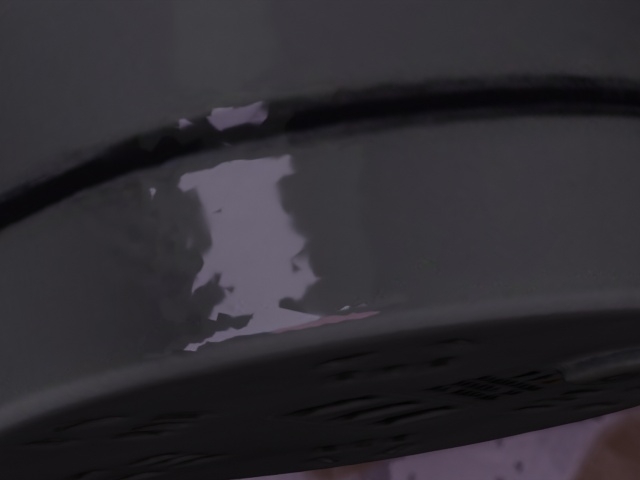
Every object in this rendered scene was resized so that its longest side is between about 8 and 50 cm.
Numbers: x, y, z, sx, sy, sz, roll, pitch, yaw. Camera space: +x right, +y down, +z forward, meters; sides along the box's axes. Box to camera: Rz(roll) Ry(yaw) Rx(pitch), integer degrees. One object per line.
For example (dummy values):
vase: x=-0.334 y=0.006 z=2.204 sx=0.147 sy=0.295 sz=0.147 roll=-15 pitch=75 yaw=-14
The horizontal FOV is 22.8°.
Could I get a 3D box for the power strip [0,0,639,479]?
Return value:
power strip: x=0.000 y=0.000 z=0.642 sx=0.358 sy=0.357 sz=0.161 roll=-16 pitch=74 yaw=27
